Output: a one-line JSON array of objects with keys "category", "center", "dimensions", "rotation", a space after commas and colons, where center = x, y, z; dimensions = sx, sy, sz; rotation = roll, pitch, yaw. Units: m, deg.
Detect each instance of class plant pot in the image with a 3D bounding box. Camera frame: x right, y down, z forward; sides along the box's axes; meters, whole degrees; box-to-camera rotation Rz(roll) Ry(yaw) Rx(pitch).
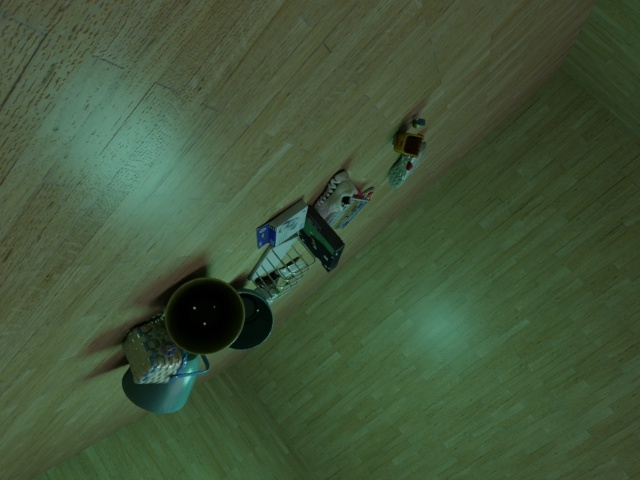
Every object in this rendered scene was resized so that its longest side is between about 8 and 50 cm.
[{"category": "plant pot", "center": [-0.379, 0.356, 2.026], "dimensions": [0.293, 0.293, 0.196], "rotation": [-41, -165, 2]}, {"category": "plant pot", "center": [-0.666, 0.551, 1.803], "dimensions": [0.235, 0.293, 0.293], "rotation": [-59, 163, 13]}, {"category": "plant pot", "center": [-0.446, 0.287, 1.617], "dimensions": [0.275, 0.274, 0.293], "rotation": [-36, -177, -17]}]

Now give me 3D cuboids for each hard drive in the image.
[{"category": "hard drive", "center": [0.000, 0.000, 1.896], "dimensions": [0.064, 0.237, 0.339], "rotation": [-37, 166, -15]}]

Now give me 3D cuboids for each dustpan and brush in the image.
[{"category": "dustpan and brush", "center": [-0.191, 0.167, 2.365], "dimensions": [0.147, 0.060, 0.211], "rotation": [-33, 179, 31]}]

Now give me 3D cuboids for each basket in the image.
[{"category": "basket", "center": [-0.591, 0.428, 1.622], "dimensions": [0.201, 0.254, 0.289], "rotation": [-44, 156, 22]}]

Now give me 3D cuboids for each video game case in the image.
[{"category": "video game case", "center": [0.118, -0.133, 2.023], "dimensions": [0.204, 0.025, 0.285], "rotation": [-48, 163, 19]}]

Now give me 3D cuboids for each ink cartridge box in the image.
[{"category": "ink cartridge box", "center": [-0.156, -0.050, 1.704], "dimensions": [0.224, 0.045, 0.223], "rotation": [-36, 167, -17]}, {"category": "ink cartridge box", "center": [-0.347, 0.344, 2.421], "dimensions": [0.153, 0.087, 0.208], "rotation": [-44, 168, 19]}]

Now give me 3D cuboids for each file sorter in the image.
[{"category": "file sorter", "center": [-0.183, 0.138, 1.989], "dimensions": [0.193, 0.173, 0.277], "rotation": [-26, 162, -45]}]

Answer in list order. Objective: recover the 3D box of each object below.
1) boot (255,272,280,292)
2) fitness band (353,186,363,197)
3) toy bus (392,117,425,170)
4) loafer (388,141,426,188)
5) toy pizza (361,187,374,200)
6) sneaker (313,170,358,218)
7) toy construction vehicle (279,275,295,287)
[{"category": "boot", "center": [-0.282, 0.215, 2.257], "dimensions": [0.106, 0.082, 0.219], "rotation": [-61, 165, -7]}, {"category": "fitness band", "center": [0.123, -0.170, 2.082], "dimensions": [0.209, 0.054, 0.291], "rotation": [-43, 165, 2]}, {"category": "toy bus", "center": [0.365, -0.420, 1.798], "dimensions": [0.105, 0.190, 0.202], "rotation": [10, 148, -12]}, {"category": "loafer", "center": [0.451, -0.387, 2.155], "dimensions": [0.112, 0.112, 0.319], "rotation": [-23, 160, -28]}, {"category": "toy pizza", "center": [0.227, -0.211, 2.291], "dimensions": [0.201, 0.032, 0.201], "rotation": [-38, 168, -10]}, {"category": "sneaker", "center": [0.061, -0.165, 1.779], "dimensions": [0.110, 0.118, 0.292], "rotation": [-33, 167, -36]}, {"category": "toy construction vehicle", "center": [-0.213, 0.262, 2.672], "dimensions": [0.098, 0.035, 0.086], "rotation": [-42, 179, 22]}]
